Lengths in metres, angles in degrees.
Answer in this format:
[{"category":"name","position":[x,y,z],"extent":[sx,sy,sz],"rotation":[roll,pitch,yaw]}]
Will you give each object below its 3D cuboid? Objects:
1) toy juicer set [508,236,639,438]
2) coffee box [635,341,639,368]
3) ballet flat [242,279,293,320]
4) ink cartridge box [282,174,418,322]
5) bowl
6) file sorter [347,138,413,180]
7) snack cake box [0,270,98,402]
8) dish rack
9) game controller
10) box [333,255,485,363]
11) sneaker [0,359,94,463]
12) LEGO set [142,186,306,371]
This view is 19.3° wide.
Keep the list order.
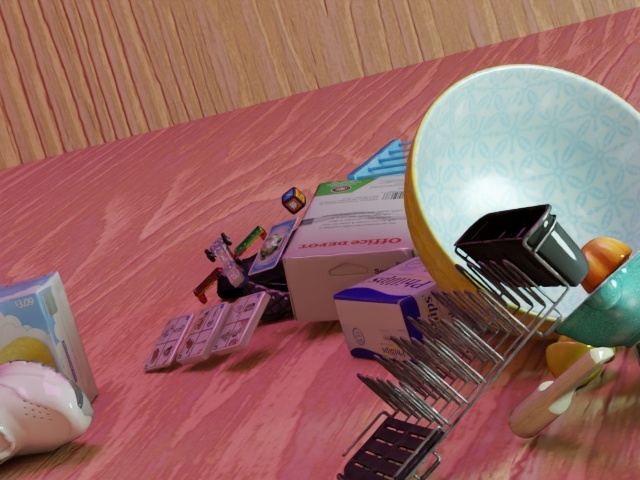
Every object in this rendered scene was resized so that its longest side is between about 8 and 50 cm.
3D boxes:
[{"category":"toy juicer set","position":[0.232,0.058,1.590],"extent":[0.329,0.089,0.209],"rotation":[-36,-10,-46]},{"category":"coffee box","position":[0.373,0.081,1.585],"extent":[0.184,0.040,0.113],"rotation":[-4,17,45]},{"category":"ballet flat","position":[-0.009,0.056,2.192],"extent":[0.173,0.049,0.057],"rotation":[-12,11,12]},{"category":"ink cartridge box","position":[0.055,0.007,2.127],"extent":[0.153,0.087,0.208],"rotation":[-4,24,16]},{"category":"bowl","position":[0.200,-0.013,1.838],"extent":[0.289,0.289,0.156],"rotation":[-24,-18,-29]},{"category":"file sorter","position":[0.122,-0.055,2.355],"extent":[0.104,0.118,0.170],"rotation":[-7,15,24]},{"category":"snack cake box","position":[-0.399,0.144,2.094],"extent":[0.264,0.152,0.089],"rotation":[-15,13,13]},{"category":"dish rack","position":[0.102,0.095,1.563],"extent":[0.271,0.074,0.208],"rotation":[-49,6,-9]},{"category":"game controller","position":[0.000,0.000,2.443],"extent":[0.166,0.067,0.319],"rotation":[-26,4,40]},{"category":"box","position":[0.107,0.067,1.938],"extent":[0.137,0.072,0.126],"rotation":[-25,14,-30]},{"category":"sneaker","position":[-0.365,0.210,1.939],"extent":[0.297,0.111,0.129],"rotation":[-15,27,27]},{"category":"LEGO set","position":[-0.090,0.051,2.159],"extent":[0.182,0.060,0.244],"rotation":[-18,38,46]}]
